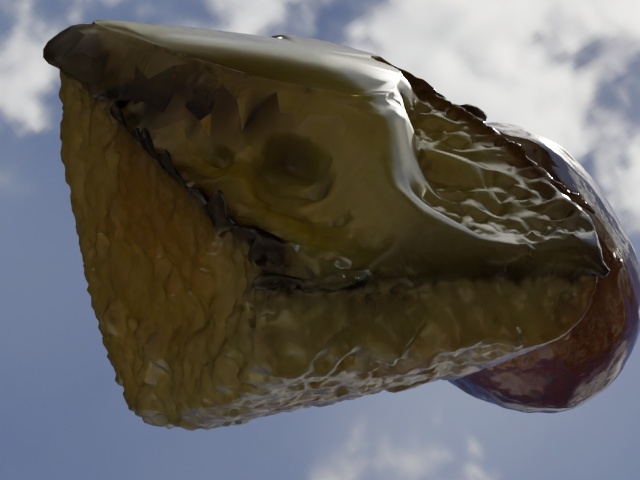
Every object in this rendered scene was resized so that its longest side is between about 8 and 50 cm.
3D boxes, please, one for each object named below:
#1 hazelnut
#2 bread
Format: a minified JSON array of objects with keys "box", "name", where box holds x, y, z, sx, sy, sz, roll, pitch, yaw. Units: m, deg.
[{"box":[0.136,0.014,1.419,0.176,0.214,0.214,-24,-147,-26],"name":"hazelnut"},{"box":[0.000,0.000,0.931,0.204,0.163,0.262,-8,-144,-25],"name":"bread"}]
